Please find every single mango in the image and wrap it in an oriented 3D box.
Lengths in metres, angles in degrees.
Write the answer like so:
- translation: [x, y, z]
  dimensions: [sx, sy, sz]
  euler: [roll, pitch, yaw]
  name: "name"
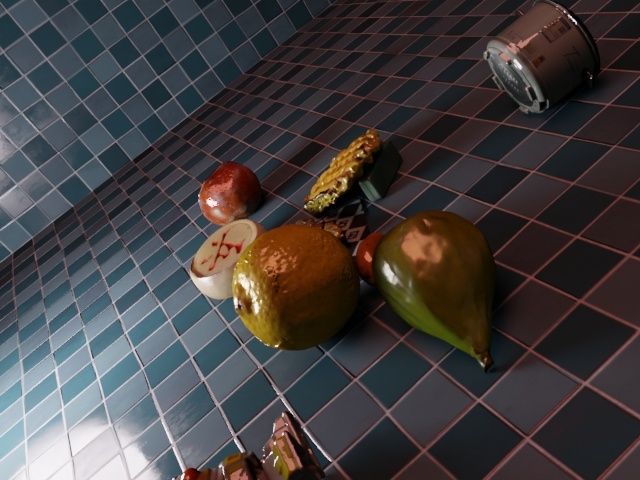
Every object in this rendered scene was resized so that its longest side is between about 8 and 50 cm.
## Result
- translation: [0.127, 0.041, 1.522]
  dimensions: [0.084, 0.105, 0.159]
  euler: [-51, 7, 28]
  name: "mango"

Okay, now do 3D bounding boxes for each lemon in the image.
- translation: [-0.051, 0.098, 1.444]
  dimensions: [0.293, 0.293, 0.293]
  euler: [-26, 30, 16]
  name: "lemon"

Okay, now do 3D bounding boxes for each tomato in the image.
- translation: [-0.273, -0.145, 2.187]
  dimensions: [0.155, 0.180, 0.214]
  euler: [17, 63, 34]
  name: "tomato"

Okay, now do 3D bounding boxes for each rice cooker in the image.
- translation: [0.555, -0.458, 1.669]
  dimensions: [0.227, 0.241, 0.280]
  euler: [-38, 61, 4]
  name: "rice cooker"

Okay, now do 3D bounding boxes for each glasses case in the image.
- translation: [0.165, -0.192, 1.847]
  dimensions: [0.039, 0.077, 0.184]
  euler: [-14, 35, 40]
  name: "glasses case"

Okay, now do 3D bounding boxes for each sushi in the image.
- translation: [-0.015, 0.002, 1.763]
  dimensions: [0.294, 0.059, 0.292]
  euler: [-27, 30, 13]
  name: "sushi"

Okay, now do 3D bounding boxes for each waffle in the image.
- translation: [0.054, -0.184, 1.892]
  dimensions: [0.312, 0.060, 0.307]
  euler: [-43, 13, 34]
  name: "waffle"

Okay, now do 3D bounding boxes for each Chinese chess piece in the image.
- translation: [-0.247, 0.052, 1.899]
  dimensions: [0.250, 0.103, 0.249]
  euler: [-26, 32, 17]
  name: "Chinese chess piece"

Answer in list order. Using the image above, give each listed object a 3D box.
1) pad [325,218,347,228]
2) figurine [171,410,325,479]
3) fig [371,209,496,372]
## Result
- translation: [0.000, 0.000, 1.814]
  dimensions: [0.112, 0.003, 0.157]
  euler: [-6, 40, 43]
  name: "pad"
- translation: [-0.140, 0.431, 1.134]
  dimensions: [0.285, 0.342, 0.167]
  euler: [-34, 72, 0]
  name: "figurine"
- translation: [0.247, 0.074, 1.270]
  dimensions: [0.314, 0.233, 0.233]
  euler: [33, 69, 30]
  name: "fig"
